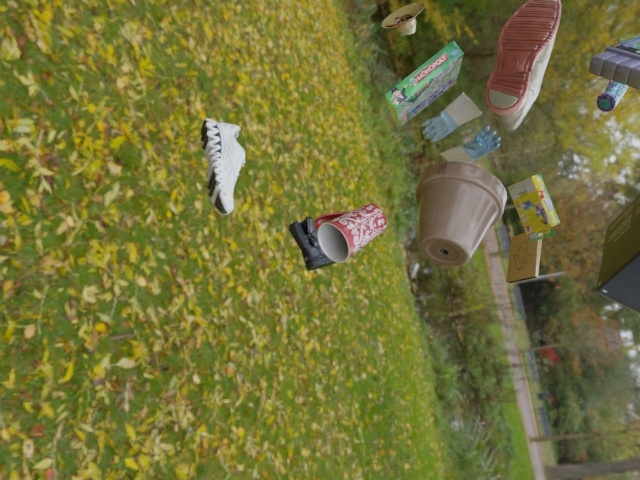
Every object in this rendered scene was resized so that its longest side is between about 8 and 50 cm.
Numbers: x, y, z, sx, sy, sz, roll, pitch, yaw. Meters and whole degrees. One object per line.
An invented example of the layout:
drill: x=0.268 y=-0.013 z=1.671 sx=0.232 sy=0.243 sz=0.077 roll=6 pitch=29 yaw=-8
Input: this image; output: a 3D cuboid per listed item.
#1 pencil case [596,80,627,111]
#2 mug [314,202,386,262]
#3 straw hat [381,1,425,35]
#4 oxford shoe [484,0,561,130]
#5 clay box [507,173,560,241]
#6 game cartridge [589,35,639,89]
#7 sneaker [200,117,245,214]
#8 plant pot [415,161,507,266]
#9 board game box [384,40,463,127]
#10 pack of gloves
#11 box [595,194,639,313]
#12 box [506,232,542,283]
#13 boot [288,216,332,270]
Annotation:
pencil case: x=0.996 y=-0.502 z=1.978 sx=0.070 sy=0.064 sz=0.152 roll=49 pitch=54 yaw=-7
mug: x=0.078 y=-0.041 z=1.538 sx=0.169 sy=0.113 sz=0.150 roll=-30 pitch=75 yaw=-36
straw hat: x=0.253 y=-0.639 z=1.711 sx=0.061 sy=0.144 sz=0.144 roll=58 pitch=26 yaw=-31
oxford shoe: x=0.561 y=-0.492 z=1.602 sx=0.397 sy=0.140 sz=0.146 roll=-63 pitch=147 yaw=-10
clay box: x=0.772 y=-0.115 z=2.083 sx=0.127 sy=0.053 sz=0.222 roll=-28 pitch=-97 yaw=64
game cartridge: x=0.871 y=-0.450 z=1.426 sx=0.230 sy=0.355 sz=0.068 roll=46 pitch=-31 yaw=41
sneaker: x=-0.265 y=-0.214 z=1.642 sx=0.118 sy=0.110 sz=0.292 roll=-1 pitch=71 yaw=-25
plant pot: x=0.380 y=-0.059 z=1.658 sx=0.263 sy=0.263 sz=0.229 roll=57 pitch=47 yaw=-45
board game box: x=0.283 y=-0.415 z=1.581 sx=0.046 sy=0.213 sz=0.317 roll=54 pitch=9 yaw=4
pack of gloves: x=0.410 y=-0.308 z=1.737 sx=0.195 sy=0.232 sz=0.046 roll=44 pitch=60 yaw=-9
box: x=1.059 y=0.006 z=1.819 sx=0.312 sy=0.179 sz=0.343 roll=-59 pitch=172 yaw=-35
box: x=0.813 y=0.064 z=2.307 sx=0.021 sy=0.164 sz=0.201 roll=20 pitch=71 yaw=-18
boot: x=0.000 y=0.000 z=2.307 sx=0.246 sy=0.094 sz=0.207 roll=-13 pitch=76 yaw=-43
